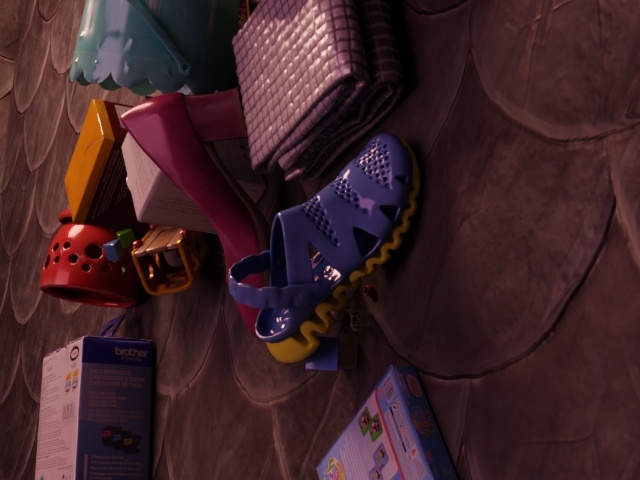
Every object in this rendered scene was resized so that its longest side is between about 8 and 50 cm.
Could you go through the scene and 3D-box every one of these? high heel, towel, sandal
[{"bbox_3d":[-0.171,-0.030,1.581,0.127,0.181,0.377,36,-136,-84],"label":"high heel"},{"bbox_3d":[-0.002,-0.236,1.461,0.284,0.121,0.235,-42,51,52],"label":"towel"},{"bbox_3d":[0.000,0.000,1.323,0.317,0.138,0.126,-56,31,5],"label":"sandal"}]

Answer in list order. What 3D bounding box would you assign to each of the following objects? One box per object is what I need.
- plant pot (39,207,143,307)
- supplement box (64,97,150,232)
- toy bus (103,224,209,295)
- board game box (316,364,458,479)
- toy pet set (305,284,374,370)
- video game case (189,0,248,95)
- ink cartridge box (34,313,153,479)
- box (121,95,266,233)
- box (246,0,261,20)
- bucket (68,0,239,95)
[{"bbox_3d":[-0.440,0.031,2.128,0.191,0.191,0.174,-13,65,60],"label":"plant pot"},{"bbox_3d":[-0.339,-0.129,1.968,0.191,0.194,0.129,-63,34,31],"label":"supplement box"},{"bbox_3d":[-0.242,0.019,1.840,0.191,0.202,0.104,11,123,55],"label":"toy bus"},{"bbox_3d":[0.071,0.274,1.267,0.211,0.039,0.160,-58,36,36],"label":"board game box"},{"bbox_3d":[0.008,0.112,1.400,0.122,0.065,0.114,-13,72,61],"label":"toy pet set"},{"bbox_3d":[-0.197,-0.357,1.915,0.232,0.042,0.210,-44,51,48],"label":"video game case"},{"bbox_3d":[-0.434,0.337,2.065,0.270,0.151,0.395,-26,62,56],"label":"ink cartridge box"},{"bbox_3d":[-0.206,-0.118,1.736,0.119,0.182,0.181,-58,37,35],"label":"box"},{"bbox_3d":[-0.013,-0.473,1.587,0.322,0.079,0.257,-39,48,52],"label":"box"},{"bbox_3d":[-0.260,-0.323,1.733,0.281,0.281,0.183,14,97,62],"label":"bucket"}]
